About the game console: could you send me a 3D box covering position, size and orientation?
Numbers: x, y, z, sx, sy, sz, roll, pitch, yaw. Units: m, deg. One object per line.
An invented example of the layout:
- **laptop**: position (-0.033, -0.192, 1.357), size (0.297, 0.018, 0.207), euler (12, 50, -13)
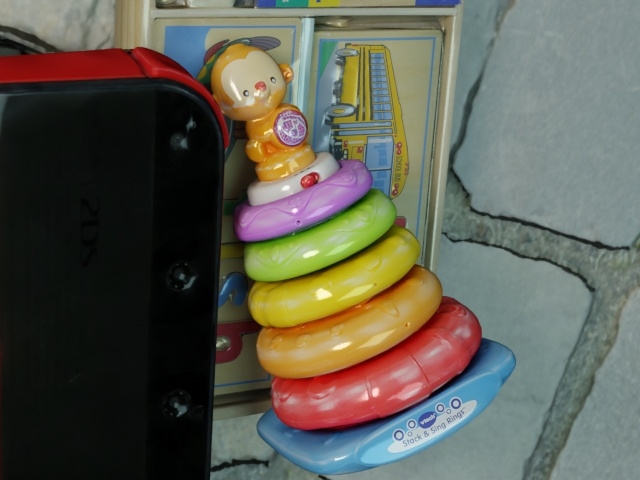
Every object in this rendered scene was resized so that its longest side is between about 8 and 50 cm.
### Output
- **game console**: position (-0.221, 0.074, 0.984), size (0.342, 0.060, 0.386), euler (-7, 111, -29)

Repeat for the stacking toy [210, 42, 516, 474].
- **stacking toy**: position (0.000, 0.000, 1.080), size (0.175, 0.166, 0.302), euler (-27, 104, -17)

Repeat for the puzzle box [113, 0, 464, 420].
- **puzzle box**: position (-0.024, -0.066, 1.146), size (0.272, 0.052, 0.409), euler (-6, 109, -30)

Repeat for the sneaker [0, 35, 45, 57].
- **sneaker**: position (-0.292, -0.090, 0.947), size (0.267, 0.101, 0.106), euler (8, 104, -33)
